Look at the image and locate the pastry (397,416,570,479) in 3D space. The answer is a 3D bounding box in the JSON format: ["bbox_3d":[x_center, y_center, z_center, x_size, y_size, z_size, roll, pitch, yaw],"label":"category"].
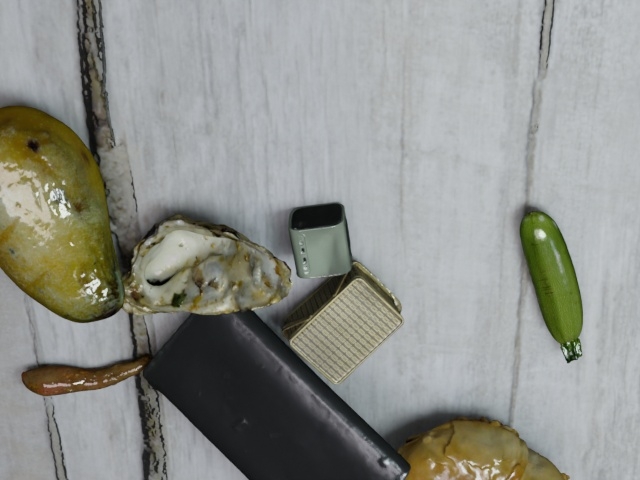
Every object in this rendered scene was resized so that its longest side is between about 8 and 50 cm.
[{"bbox_3d":[0.247,0.417,1.706,0.316,0.184,0.284,26,107,-1],"label":"pastry"}]

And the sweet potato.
[{"bbox_3d":[-0.376,0.219,1.725,0.214,0.050,0.050,-6,116,2],"label":"sweet potato"}]

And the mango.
[{"bbox_3d":[-0.392,-0.034,1.530,0.177,0.175,0.329,4,121,37],"label":"mango"}]

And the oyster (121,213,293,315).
[{"bbox_3d":[-0.166,0.050,1.573,0.294,0.094,0.166,10,101,22],"label":"oyster"}]

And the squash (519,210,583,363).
[{"bbox_3d":[0.349,0.064,1.594,0.066,0.066,0.252,-15,114,10],"label":"squash"}]

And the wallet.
[{"bbox_3d":[-0.072,0.274,1.651,0.406,0.062,0.228,44,116,3],"label":"wallet"}]

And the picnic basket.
[{"bbox_3d":[0.034,0.123,1.617,0.164,0.079,0.115,-44,107,8],"label":"picnic basket"}]

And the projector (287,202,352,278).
[{"bbox_3d":[0.000,0.000,1.573,0.083,0.083,0.082,-6,116,6],"label":"projector"}]
